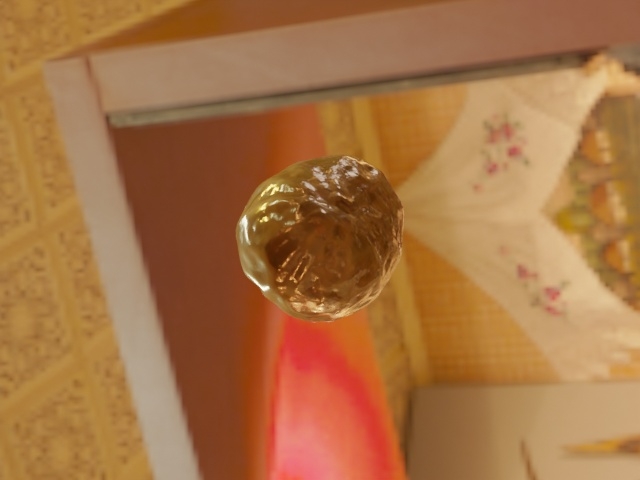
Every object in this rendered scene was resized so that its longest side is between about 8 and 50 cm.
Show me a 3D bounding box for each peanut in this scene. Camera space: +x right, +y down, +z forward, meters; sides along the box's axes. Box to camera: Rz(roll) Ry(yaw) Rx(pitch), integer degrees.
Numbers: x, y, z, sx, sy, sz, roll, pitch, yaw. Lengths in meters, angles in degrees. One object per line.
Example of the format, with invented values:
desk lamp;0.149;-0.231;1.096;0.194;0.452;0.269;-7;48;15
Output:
peanut;0.002;-0.001;0.899;0.193;0.089;0.089;145;120;-88
